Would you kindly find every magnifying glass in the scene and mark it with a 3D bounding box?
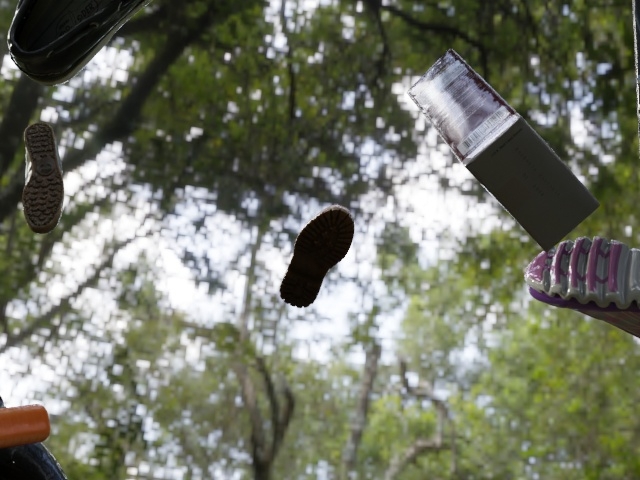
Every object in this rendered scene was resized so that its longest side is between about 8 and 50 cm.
[{"bbox_3d":[-0.273,0.135,0.852,0.026,0.092,0.231,-18,-11,32],"label":"magnifying glass"}]

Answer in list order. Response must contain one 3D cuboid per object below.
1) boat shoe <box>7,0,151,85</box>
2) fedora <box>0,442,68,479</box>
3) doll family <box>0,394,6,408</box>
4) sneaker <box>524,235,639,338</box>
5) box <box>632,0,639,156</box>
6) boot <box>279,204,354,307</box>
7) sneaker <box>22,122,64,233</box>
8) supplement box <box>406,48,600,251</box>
[{"bbox_3d":[-0.259,-0.338,1.504,0.127,0.340,0.113,44,2,9],"label":"boat shoe"},{"bbox_3d":[-0.387,0.305,1.145,0.334,0.334,0.152,23,-17,-31],"label":"fedora"},{"bbox_3d":[-0.471,0.254,1.597,0.193,0.111,0.076,-25,-24,-15],"label":"doll family"},{"bbox_3d":[0.315,0.064,1.216,0.236,0.095,0.105,7,-50,21],"label":"sneaker"},{"bbox_3d":[0.494,-0.187,1.298,0.293,0.396,0.212,-9,-19,30],"label":"box"},{"bbox_3d":[0.000,0.000,1.468,0.059,0.085,0.158,27,-46,-5],"label":"boot"},{"bbox_3d":[-0.430,-0.084,1.972,0.064,0.192,0.086,-6,-27,-6],"label":"sneaker"},{"bbox_3d":[0.176,-0.096,1.262,0.073,0.239,0.130,-42,-67,9],"label":"supplement box"}]
